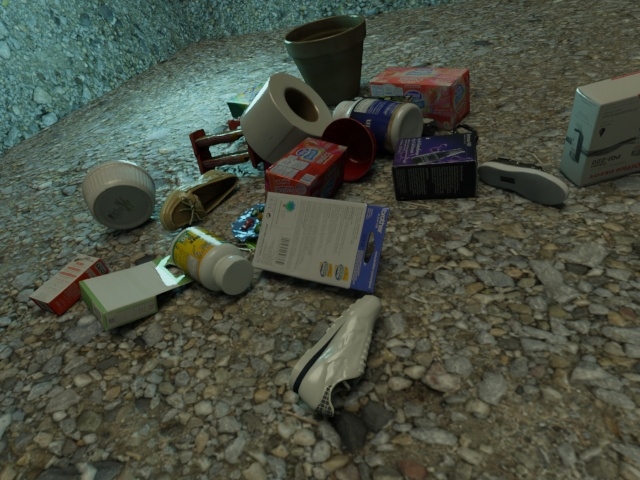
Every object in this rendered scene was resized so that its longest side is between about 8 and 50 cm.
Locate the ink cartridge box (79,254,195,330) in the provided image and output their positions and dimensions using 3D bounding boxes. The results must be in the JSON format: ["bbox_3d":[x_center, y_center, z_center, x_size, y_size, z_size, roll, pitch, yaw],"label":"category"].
[{"bbox_3d":[-0.438,0.118,1.019,0.235,0.056,0.171,-18,32,-40],"label":"ink cartridge box"}]

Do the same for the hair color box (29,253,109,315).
[{"bbox_3d":[-0.664,0.114,1.103,0.093,0.053,0.167,8,46,29],"label":"hair color box"}]

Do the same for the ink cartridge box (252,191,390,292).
[{"bbox_3d":[0.000,0.000,0.922,0.312,0.065,0.185,9,85,31],"label":"ink cartridge box"}]

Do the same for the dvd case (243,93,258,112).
[{"bbox_3d":[-0.201,-0.555,1.637,0.165,0.018,0.221,-7,36,13],"label":"dvd case"}]

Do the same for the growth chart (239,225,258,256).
[{"bbox_3d":[-0.107,-0.049,1.128,0.238,0.021,0.172,-27,38,-14],"label":"growth chart"}]

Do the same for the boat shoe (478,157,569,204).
[{"bbox_3d":[0.496,-0.154,1.001,0.076,0.080,0.229,-34,34,-19],"label":"boat shoe"}]

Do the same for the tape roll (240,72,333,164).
[{"bbox_3d":[-0.105,-0.373,1.304,0.169,0.246,0.246,-37,22,40],"label":"tape roll"}]

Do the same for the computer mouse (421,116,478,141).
[{"bbox_3d":[0.366,-0.341,1.274,0.242,0.041,0.071,20,92,33],"label":"computer mouse"}]

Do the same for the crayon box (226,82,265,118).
[{"bbox_3d":[-0.223,-0.590,1.779,0.323,0.083,0.203,23,53,38],"label":"crayon box"}]

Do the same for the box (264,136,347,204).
[{"bbox_3d":[-0.034,-0.169,1.117,0.128,0.122,0.256,19,39,15],"label":"box"}]

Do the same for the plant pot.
[{"bbox_3d":[0.042,-0.715,1.677,0.324,0.280,0.323,-10,38,8],"label":"plant pot"}]

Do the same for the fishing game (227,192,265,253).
[{"bbox_3d":[-0.156,-0.063,1.114,0.189,0.041,0.264,8,43,33],"label":"fishing game"}]

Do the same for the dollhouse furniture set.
[{"bbox_3d":[-0.294,-0.360,1.506,0.202,0.152,0.374,-8,22,12],"label":"dollhouse furniture set"}]

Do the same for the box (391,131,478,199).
[{"bbox_3d":[0.301,-0.195,1.089,0.207,0.108,0.153,-2,40,18],"label":"box"}]

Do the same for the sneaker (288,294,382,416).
[{"bbox_3d":[0.050,0.197,0.735,0.095,0.090,0.235,29,59,27],"label":"sneaker"}]

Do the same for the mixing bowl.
[{"bbox_3d":[0.098,-0.274,1.230,0.182,0.181,0.098,13,25,32],"label":"mixing bowl"}]

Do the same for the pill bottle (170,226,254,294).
[{"bbox_3d":[-0.255,0.050,0.983,0.209,0.117,0.118,24,53,40],"label":"pill bottle"}]

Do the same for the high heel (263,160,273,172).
[{"bbox_3d":[-0.156,-0.317,1.392,0.082,0.117,0.244,-3,40,16],"label":"high heel"}]

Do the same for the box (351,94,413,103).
[{"bbox_3d":[0.212,-0.427,1.399,0.207,0.114,0.036,9,45,29],"label":"box"}]

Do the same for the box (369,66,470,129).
[{"bbox_3d":[0.332,-0.487,1.398,0.300,0.154,0.142,19,51,38],"label":"box"}]

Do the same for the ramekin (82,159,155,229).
[{"bbox_3d":[-0.606,-0.129,1.265,0.207,0.207,0.109,-25,49,-11],"label":"ramekin"}]

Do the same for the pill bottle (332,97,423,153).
[{"bbox_3d":[0.173,-0.365,1.306,0.265,0.153,0.153,22,52,39],"label":"pill bottle"}]

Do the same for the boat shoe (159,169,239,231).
[{"bbox_3d":[-0.362,-0.129,1.249,0.090,0.104,0.285,7,43,30],"label":"boat shoe"}]

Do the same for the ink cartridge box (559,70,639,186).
[{"bbox_3d":[0.655,-0.245,0.936,0.159,0.217,0.092,-15,44,2],"label":"ink cartridge box"}]
